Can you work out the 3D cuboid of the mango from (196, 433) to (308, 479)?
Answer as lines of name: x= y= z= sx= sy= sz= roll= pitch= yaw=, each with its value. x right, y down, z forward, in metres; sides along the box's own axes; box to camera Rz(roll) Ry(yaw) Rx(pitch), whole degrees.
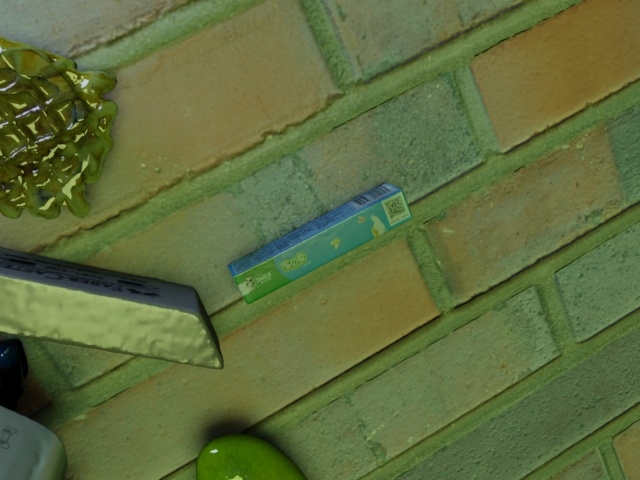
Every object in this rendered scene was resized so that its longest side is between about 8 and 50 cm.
mango: x=-0.086 y=0.431 z=0.861 sx=0.192 sy=0.156 sz=0.343 roll=-28 pitch=105 yaw=-17

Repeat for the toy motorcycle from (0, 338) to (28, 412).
toy motorcycle: x=-0.418 y=0.284 z=0.733 sx=0.196 sy=0.125 sz=0.331 roll=-3 pitch=100 yaw=-12

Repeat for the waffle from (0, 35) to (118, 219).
waffle: x=-0.360 y=-0.127 z=0.674 sx=0.224 sy=0.054 sz=0.203 roll=15 pitch=99 yaw=-20

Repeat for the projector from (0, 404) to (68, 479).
projector: x=-0.419 y=0.306 z=0.551 sx=0.249 sy=0.249 sz=0.248 roll=33 pitch=95 yaw=-18

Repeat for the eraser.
eraser: x=-0.289 y=0.082 z=0.742 sx=0.353 sy=0.111 sz=0.077 roll=14 pitch=97 yaw=-18

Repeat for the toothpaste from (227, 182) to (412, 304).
toothpaste: x=0.000 y=0.000 z=0.829 sx=0.267 sy=0.065 sz=0.050 roll=-28 pitch=112 yaw=-8
